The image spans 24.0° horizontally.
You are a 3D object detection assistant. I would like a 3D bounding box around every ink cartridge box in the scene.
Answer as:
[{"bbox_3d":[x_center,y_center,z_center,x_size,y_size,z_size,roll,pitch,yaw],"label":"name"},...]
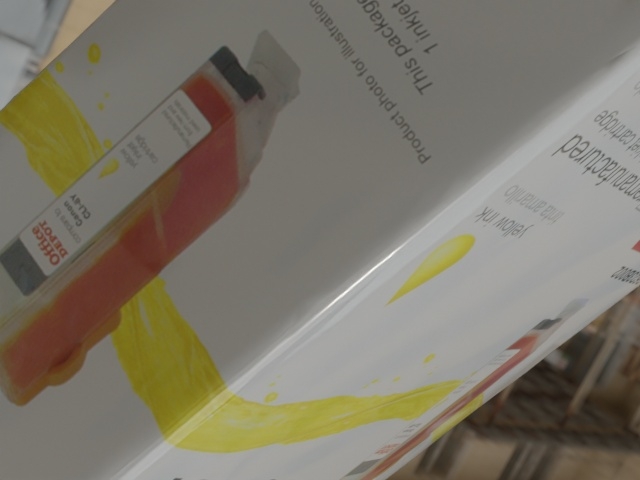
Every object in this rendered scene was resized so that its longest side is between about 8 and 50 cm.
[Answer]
[{"bbox_3d":[0.000,0.000,0.664,0.160,0.384,0.279,56,-163,20],"label":"ink cartridge box"}]
